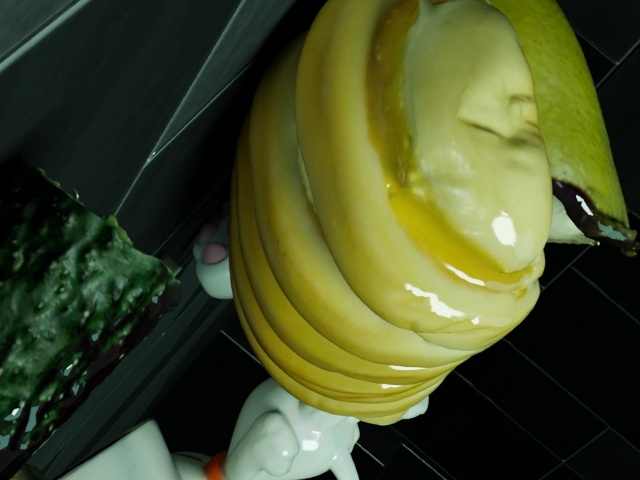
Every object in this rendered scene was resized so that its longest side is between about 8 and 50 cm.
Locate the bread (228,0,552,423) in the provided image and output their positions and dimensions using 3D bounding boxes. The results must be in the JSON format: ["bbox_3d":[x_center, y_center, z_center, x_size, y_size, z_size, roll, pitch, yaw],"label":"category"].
[{"bbox_3d":[0.020,-0.014,0.713,0.121,0.173,0.311,-5,164,-9],"label":"bread"}]

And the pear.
[{"bbox_3d":[0.095,-0.095,0.982,0.267,0.267,0.178,125,-25,-84],"label":"pear"}]

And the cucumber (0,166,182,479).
[{"bbox_3d":[-0.112,0.060,0.324,0.058,0.052,0.214,-8,-149,46],"label":"cucumber"}]

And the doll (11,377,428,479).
[{"bbox_3d":[-0.078,0.140,0.921,0.208,0.144,0.271,-11,153,-45],"label":"doll"}]

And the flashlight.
[{"bbox_3d":[0.000,0.000,0.935,0.200,0.047,0.093,2,-139,43],"label":"flashlight"}]

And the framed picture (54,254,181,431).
[{"bbox_3d":[-0.151,0.088,0.807,0.150,0.015,0.203,-51,179,18],"label":"framed picture"}]
